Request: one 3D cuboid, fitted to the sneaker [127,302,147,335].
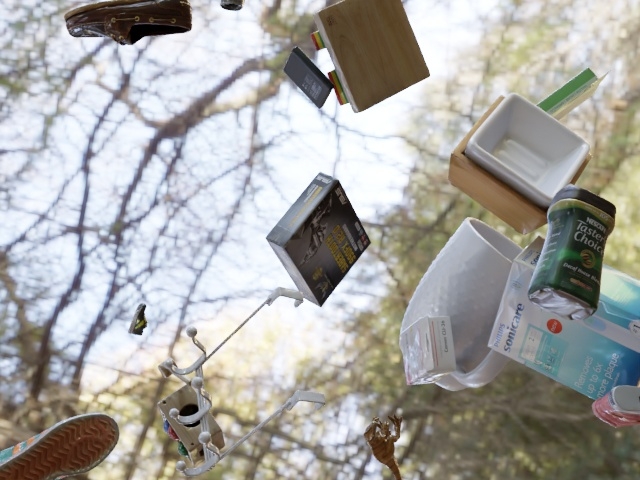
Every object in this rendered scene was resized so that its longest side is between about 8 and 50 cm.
[{"bbox_3d":[-0.375,0.165,2.327,0.031,0.035,0.083,-84,18,-56],"label":"sneaker"}]

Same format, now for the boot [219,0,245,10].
[{"bbox_3d":[-0.186,-0.637,2.521,0.189,0.076,0.208,123,162,-85],"label":"boot"}]

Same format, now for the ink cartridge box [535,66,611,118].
[{"bbox_3d":[0.564,-0.330,2.551,0.171,0.056,0.235,-36,-9,0],"label":"ink cartridge box"}]

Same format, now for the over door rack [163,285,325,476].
[{"bbox_3d":[-0.158,0.246,1.985,0.108,0.324,0.239,28,-141,-42],"label":"over door rack"}]

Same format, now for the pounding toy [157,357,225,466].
[{"bbox_3d":[-0.298,0.351,2.333,0.094,0.206,0.181,-32,-21,-15],"label":"pounding toy"}]

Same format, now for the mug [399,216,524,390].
[{"bbox_3d":[0.344,0.177,2.440,0.328,0.276,0.374,-54,18,14],"label":"mug"}]

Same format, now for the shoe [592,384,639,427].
[{"bbox_3d":[0.578,0.300,1.987,0.081,0.178,0.063,128,149,-60],"label":"shoe"}]

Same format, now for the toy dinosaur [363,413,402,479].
[{"bbox_3d":[0.117,0.380,2.006,0.211,0.064,0.112,57,-141,-37],"label":"toy dinosaur"}]

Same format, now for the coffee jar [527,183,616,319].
[{"bbox_3d":[0.362,0.014,1.588,0.079,0.096,0.184,-44,25,61],"label":"coffee jar"}]

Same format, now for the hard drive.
[{"bbox_3d":[-0.030,-0.393,2.689,0.022,0.135,0.094,-38,-10,-30],"label":"hard drive"}]

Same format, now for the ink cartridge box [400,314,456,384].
[{"bbox_3d":[0.226,0.224,2.285,0.198,0.067,0.115,124,141,-71],"label":"ink cartridge box"}]

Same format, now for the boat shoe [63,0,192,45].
[{"bbox_3d":[-0.305,-0.347,1.769,0.073,0.207,0.073,19,-119,-81],"label":"boat shoe"}]

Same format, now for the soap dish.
[{"bbox_3d":[0.393,-0.154,2.214,0.291,0.229,0.118,-47,-10,-48],"label":"soap dish"}]

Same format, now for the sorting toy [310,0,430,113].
[{"bbox_3d":[0.110,-0.467,2.714,0.255,0.089,0.257,-30,-77,-33],"label":"sorting toy"}]

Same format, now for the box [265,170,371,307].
[{"bbox_3d":[0.000,0.000,2.245,0.183,0.056,0.231,-52,-36,-18],"label":"box"}]

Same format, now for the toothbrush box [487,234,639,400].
[{"bbox_3d":[0.494,0.156,2.118,0.126,0.295,0.216,-36,-34,-48],"label":"toothbrush box"}]

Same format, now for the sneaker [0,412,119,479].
[{"bbox_3d":[-0.518,0.402,2.043,0.302,0.121,0.108,-25,-80,-34],"label":"sneaker"}]
